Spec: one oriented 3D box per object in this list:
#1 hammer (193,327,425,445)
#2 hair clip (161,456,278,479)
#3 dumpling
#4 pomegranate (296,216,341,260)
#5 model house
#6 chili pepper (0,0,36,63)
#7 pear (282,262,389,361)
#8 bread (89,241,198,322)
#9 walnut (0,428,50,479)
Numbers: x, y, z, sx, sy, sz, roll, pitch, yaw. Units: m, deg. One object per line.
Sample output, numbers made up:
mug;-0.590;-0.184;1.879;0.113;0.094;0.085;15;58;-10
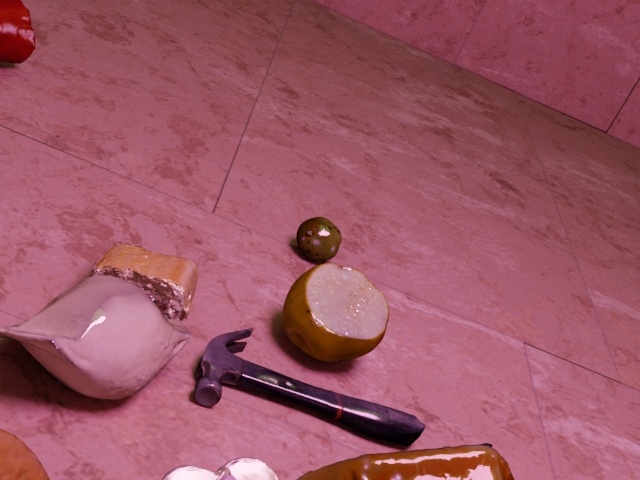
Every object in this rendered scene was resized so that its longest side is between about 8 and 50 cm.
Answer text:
hammer;-0.010;0.188;1.190;0.289;0.037;0.137;20;28;-11
hair clip;-0.099;0.281;0.898;0.159;0.071;0.218;39;34;10
dumpling;-0.250;0.101;1.062;0.166;0.126;0.216;10;29;34
pomegranate;-0.004;-0.001;1.524;0.073;0.073;0.084;25;-10;-2
model house;0.110;0.330;0.923;0.268;0.173;0.239;-6;45;-7
chili pepper;-0.580;-0.306;1.488;0.134;0.131;0.338;21;26;11
pear;0.015;0.105;1.296;0.141;0.104;0.141;12;52;-16
bread;-0.215;0.059;1.200;0.125;0.082;0.106;15;16;0
walnut;-0.284;0.214;0.755;0.166;0.166;0.149;-7;50;-49
